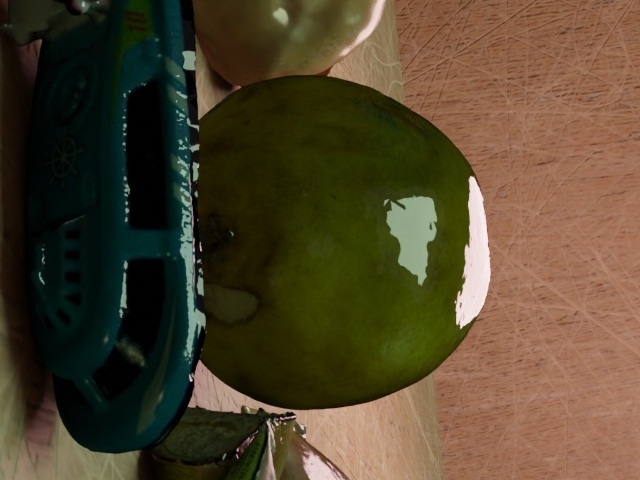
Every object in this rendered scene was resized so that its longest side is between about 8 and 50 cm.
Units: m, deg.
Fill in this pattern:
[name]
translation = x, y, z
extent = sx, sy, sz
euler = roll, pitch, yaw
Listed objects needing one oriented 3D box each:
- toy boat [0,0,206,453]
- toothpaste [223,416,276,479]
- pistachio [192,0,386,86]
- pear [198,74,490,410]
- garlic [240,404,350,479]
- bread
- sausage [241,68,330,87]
[toy boat]
translation = -0.141, -0.024, 1.066
extent = 0.092, 0.134, 0.299
euler = 13, 67, -41
[toothpaste]
translation = -0.077, 0.221, 1.195
extent = 0.248, 0.047, 0.078
euler = -57, 145, -49
[pistachio]
translation = -0.041, -0.278, 1.565
extent = 0.230, 0.230, 0.309
euler = 68, 13, -56
[pear]
translation = 0.000, 0.000, 1.389
extent = 0.321, 0.269, 0.269
euler = 15, 65, -56
[garlic]
translation = 0.015, 0.275, 1.521
extent = 0.148, 0.128, 0.266
euler = 14, 25, -47
[bread]
translation = -0.071, 0.168, 1.329
extent = 0.157, 0.083, 0.094
euler = -45, 131, -60
[sausage]
translation = -0.041, -0.199, 1.818
extent = 0.348, 0.094, 0.097
euler = -47, 121, -76
